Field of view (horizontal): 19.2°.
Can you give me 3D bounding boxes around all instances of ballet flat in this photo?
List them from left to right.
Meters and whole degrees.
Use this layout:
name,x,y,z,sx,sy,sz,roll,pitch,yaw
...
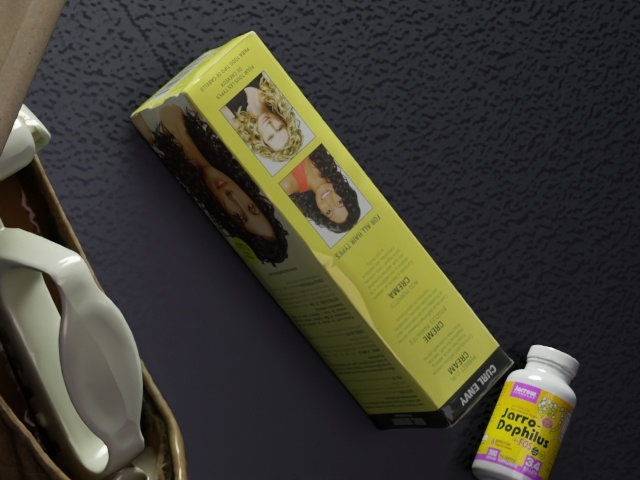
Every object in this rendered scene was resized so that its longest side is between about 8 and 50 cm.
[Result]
name,x,y,z,sx,sy,sz,roll,pitch,yaw
ballet flat,-0.160,0.007,0.934,0.116,0.124,0.342,-30,97,-34

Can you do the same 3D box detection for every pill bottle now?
name,x,y,z,sx,sy,sz,roll,pitch,yaw
pill bottle,0.121,0.104,1.096,0.043,0.043,0.083,28,75,-19

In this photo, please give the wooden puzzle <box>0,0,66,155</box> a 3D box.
name,x,y,z,sx,sy,sz,roll,pitch,yaw
wooden puzzle,-0.281,-0.121,0.843,0.322,0.080,0.348,22,71,-5

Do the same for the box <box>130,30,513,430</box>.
name,x,y,z,sx,sy,sz,roll,pitch,yaw
box,0.000,0.000,1.030,0.058,0.087,0.232,-44,102,-23
